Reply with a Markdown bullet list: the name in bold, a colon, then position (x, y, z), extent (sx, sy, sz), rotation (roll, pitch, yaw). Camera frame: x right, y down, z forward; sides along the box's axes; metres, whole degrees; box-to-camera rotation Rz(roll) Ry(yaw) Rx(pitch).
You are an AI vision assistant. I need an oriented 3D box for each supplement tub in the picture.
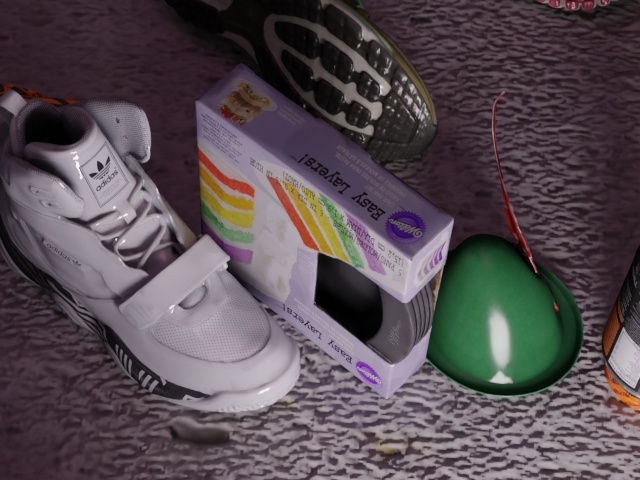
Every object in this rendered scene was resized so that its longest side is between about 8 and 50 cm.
- **supplement tub**: position (0.329, 0.075, 1.256), extent (0.117, 0.190, 0.117), rotation (2, 54, -3)

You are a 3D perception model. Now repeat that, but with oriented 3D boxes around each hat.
- **hat**: position (0.170, 0.018, 1.289), extent (0.173, 0.183, 0.208), rotation (-33, 62, -25)

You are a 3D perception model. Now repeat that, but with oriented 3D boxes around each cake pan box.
- **cake pan box**: position (0.000, 0.000, 1.252), extent (0.267, 0.246, 0.070), rotation (38, 63, 20)

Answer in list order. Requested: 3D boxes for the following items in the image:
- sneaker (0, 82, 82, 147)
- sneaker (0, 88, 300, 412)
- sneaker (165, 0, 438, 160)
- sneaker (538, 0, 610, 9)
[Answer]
- **sneaker**: position (-0.350, -0.155, 1.413), extent (0.321, 0.125, 0.180), rotation (2, 54, -3)
- **sneaker**: position (-0.172, 0.005, 1.254), extent (0.366, 0.210, 0.137), rotation (34, 58, 19)
- **sneaker**: position (0.003, -0.256, 1.520), extent (0.410, 0.158, 0.182), rotation (45, 44, 20)
- **sneaker**: position (0.361, -0.342, 1.634), extent (0.299, 0.121, 0.112), rotation (4, 24, 0)
